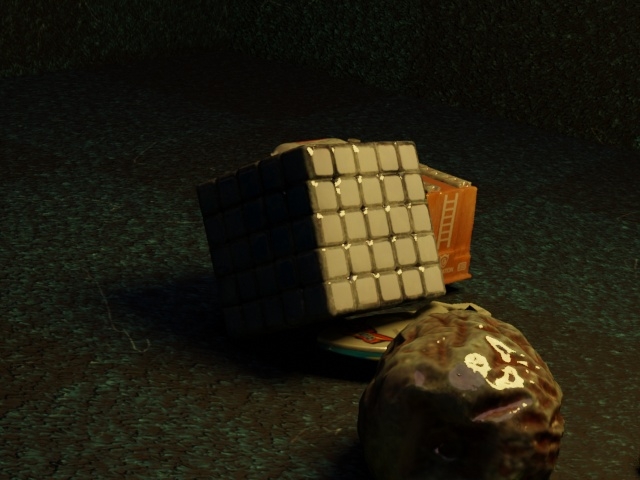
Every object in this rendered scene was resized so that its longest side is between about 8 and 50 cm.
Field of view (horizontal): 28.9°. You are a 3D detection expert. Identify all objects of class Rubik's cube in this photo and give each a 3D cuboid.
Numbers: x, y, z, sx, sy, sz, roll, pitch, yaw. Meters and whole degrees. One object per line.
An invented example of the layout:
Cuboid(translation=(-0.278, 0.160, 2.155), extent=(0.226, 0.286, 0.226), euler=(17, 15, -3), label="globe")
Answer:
Cuboid(translation=(0.000, 0.000, 1.737), extent=(0.238, 0.236, 0.237), euler=(-8, -4, -44), label="Rubik's cube")

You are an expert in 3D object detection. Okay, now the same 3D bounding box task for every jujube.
Cuboid(translation=(0.156, 0.189, 1.379), extent=(0.226, 0.226, 0.317), euler=(10, 8, 7), label="jujube")

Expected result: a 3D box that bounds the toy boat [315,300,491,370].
Cuboid(translation=(0.127, 0.135, 1.721), extent=(0.295, 0.088, 0.129), euler=(-1, 20, -26), label="toy boat")

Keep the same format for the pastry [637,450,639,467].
Cuboid(translation=(0.473, 0.257, 1.508), extent=(0.166, 0.088, 0.166), euler=(5, 16, -1), label="pastry")

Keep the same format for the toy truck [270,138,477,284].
Cuboid(translation=(0.072, -0.058, 2.090), extent=(0.388, 0.206, 0.173), euler=(24, 24, 40), label="toy truck")
